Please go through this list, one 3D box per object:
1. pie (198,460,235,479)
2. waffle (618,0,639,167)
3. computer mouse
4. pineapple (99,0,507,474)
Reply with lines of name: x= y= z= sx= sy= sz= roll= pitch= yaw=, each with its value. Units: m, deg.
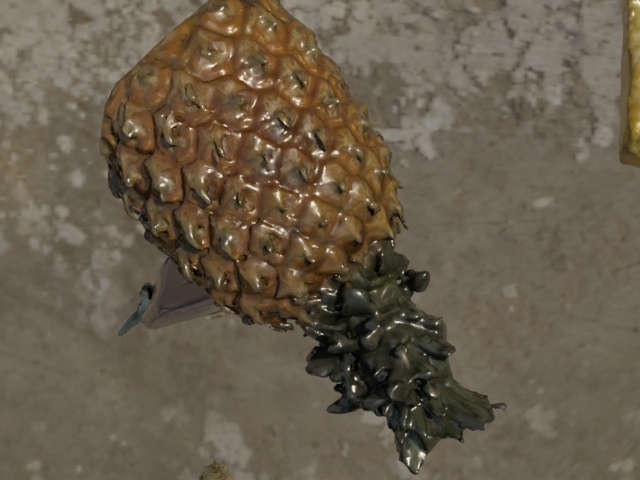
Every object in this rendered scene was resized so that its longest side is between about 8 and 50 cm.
pie: x=-0.019 y=0.281 z=0.943 sx=0.055 sy=0.274 sz=0.274 roll=-29 pitch=78 yaw=-7
waffle: x=0.350 y=-0.166 z=1.042 sx=0.221 sy=0.055 sz=0.248 roll=5 pitch=71 yaw=1
computer mouse: x=-0.073 y=0.016 z=1.442 sx=0.389 sy=0.199 sz=0.115 roll=-39 pitch=85 yaw=15
pineapple: x=0.000 y=0.000 z=0.963 sx=0.362 sy=0.202 sz=0.202 roll=50 pitch=117 yaw=8
